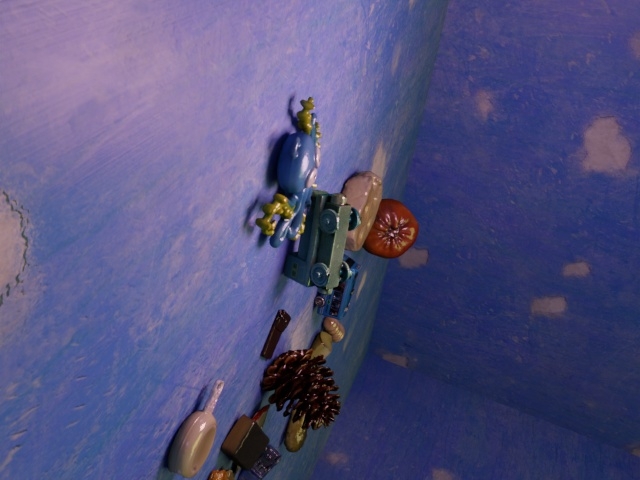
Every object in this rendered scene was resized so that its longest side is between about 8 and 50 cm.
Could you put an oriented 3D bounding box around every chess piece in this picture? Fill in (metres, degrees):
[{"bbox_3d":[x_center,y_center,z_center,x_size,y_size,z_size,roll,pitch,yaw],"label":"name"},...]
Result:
[{"bbox_3d":[0.056,0.395,2.419,0.170,0.094,0.094,70,40,-63],"label":"chess piece"}]

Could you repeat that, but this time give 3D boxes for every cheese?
[{"bbox_3d":[0.135,-0.107,2.025,0.326,0.115,0.317,-31,138,-69],"label":"cheese"},{"bbox_3d":[-0.283,0.439,1.259,0.137,0.065,0.227,72,37,-69],"label":"cheese"}]

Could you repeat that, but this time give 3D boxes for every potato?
[{"bbox_3d":[-0.015,0.465,2.326,0.120,0.081,0.149,-44,-170,13],"label":"potato"},{"bbox_3d":[-0.103,0.824,2.355,0.117,0.090,0.225,17,85,-70],"label":"potato"}]

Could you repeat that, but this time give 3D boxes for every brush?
[{"bbox_3d":[-0.229,0.626,1.646,0.123,0.059,0.197,-55,152,-26],"label":"brush"}]

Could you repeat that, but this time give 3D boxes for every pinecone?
[{"bbox_3d":[-0.052,0.498,1.767,0.246,0.292,0.246,-28,147,-20],"label":"pinecone"}]

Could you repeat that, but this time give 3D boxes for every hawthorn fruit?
[{"bbox_3d":[0.297,-0.058,2.453,0.298,0.277,0.276,-97,-158,-78],"label":"hawthorn fruit"}]

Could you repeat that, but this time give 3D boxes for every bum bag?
[{"bbox_3d":[-0.139,0.301,1.695,0.109,0.026,0.159,64,46,-71],"label":"bum bag"}]

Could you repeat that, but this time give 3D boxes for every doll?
[{"bbox_3d":[-0.048,-0.143,1.326,0.341,0.099,0.345,73,35,-67],"label":"doll"}]

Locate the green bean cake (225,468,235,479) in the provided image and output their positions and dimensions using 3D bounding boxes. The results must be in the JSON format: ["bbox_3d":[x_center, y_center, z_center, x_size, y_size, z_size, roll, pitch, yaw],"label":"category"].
[{"bbox_3d":[-0.237,0.831,1.575,0.124,0.236,0.233,97,20,-47],"label":"green bean cake"}]

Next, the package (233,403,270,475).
[{"bbox_3d":[-0.238,0.672,1.781,0.154,0.030,0.239,-25,133,-68],"label":"package"}]

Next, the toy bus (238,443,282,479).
[{"bbox_3d":[-0.218,0.820,1.944,0.094,0.079,0.236,-48,167,5],"label":"toy bus"}]

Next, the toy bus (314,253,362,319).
[{"bbox_3d":[0.068,0.179,2.093,0.113,0.134,0.246,-41,148,-64],"label":"toy bus"}]

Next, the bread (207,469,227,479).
[{"bbox_3d":[-0.303,0.706,1.546,0.083,0.046,0.080,-37,138,-61],"label":"bread"}]

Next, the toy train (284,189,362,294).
[{"bbox_3d":[0.000,0.000,1.528,0.120,0.194,0.297,-7,113,-46],"label":"toy train"}]
